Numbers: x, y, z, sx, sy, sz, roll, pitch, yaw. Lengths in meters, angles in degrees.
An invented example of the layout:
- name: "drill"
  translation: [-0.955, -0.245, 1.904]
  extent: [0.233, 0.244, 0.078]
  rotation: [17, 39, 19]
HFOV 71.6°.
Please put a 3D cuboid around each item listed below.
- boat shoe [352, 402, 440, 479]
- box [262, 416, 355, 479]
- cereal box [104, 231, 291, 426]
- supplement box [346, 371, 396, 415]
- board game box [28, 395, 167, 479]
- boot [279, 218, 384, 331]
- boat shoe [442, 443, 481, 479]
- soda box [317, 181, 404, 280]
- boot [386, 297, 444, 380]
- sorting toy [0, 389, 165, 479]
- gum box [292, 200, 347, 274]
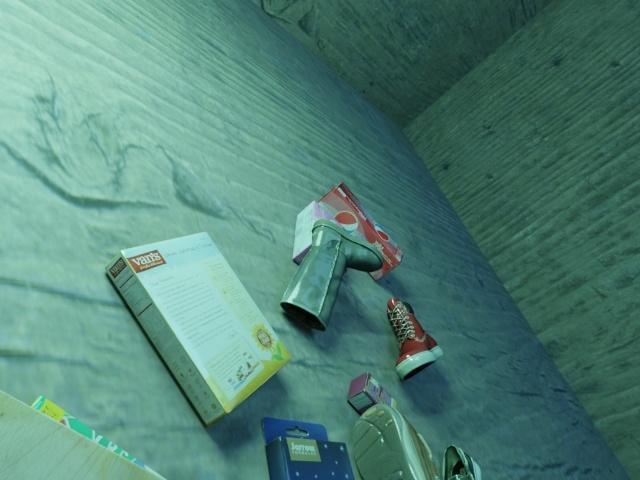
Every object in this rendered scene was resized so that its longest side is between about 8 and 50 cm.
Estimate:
- name: "boat shoe"
  translation: [0.140, 0.398, 0.638]
  extent: [0.116, 0.123, 0.324]
  rotation: [37, 30, -33]
- name: "box"
  translation: [-0.002, 0.339, 0.573]
  extent: [0.136, 0.036, 0.225]
  rotation: [28, 32, -41]
- name: "cereal box"
  translation: [-0.157, 0.105, 0.613]
  extent: [0.240, 0.047, 0.173]
  rotation: [54, 24, 8]
- name: "supplement box"
  translation: [0.093, 0.288, 0.795]
  extent: [0.083, 0.043, 0.055]
  rotation: [49, 25, -7]
- name: "board game box"
  translation: [-0.177, 0.261, 0.382]
  extent: [0.259, 0.039, 0.124]
  rotation: [46, 26, -17]
- name: "boot"
  translation: [0.031, 0.079, 0.859]
  extent: [0.190, 0.076, 0.208]
  rotation: [27, 47, -15]
- name: "boat shoe"
  translation: [0.252, 0.462, 0.798]
  extent: [0.070, 0.078, 0.219]
  rotation: [50, 16, -4]
- name: "soda box"
  translation: [0.103, -0.025, 1.189]
  extent: [0.263, 0.092, 0.083]
  rotation: [49, 24, -5]
- name: "boot"
  translation: [0.190, 0.215, 1.020]
  extent: [0.176, 0.088, 0.244]
  rotation: [58, 17, 17]
- name: "sorting toy"
  translation: [-0.234, 0.221, 0.226]
  extent: [0.255, 0.089, 0.257]
  rotation: [41, 37, -19]
- name: "gum box"
  translation: [0.000, 0.000, 1.011]
  extent: [0.107, 0.062, 0.188]
  rotation: [40, 27, -24]
